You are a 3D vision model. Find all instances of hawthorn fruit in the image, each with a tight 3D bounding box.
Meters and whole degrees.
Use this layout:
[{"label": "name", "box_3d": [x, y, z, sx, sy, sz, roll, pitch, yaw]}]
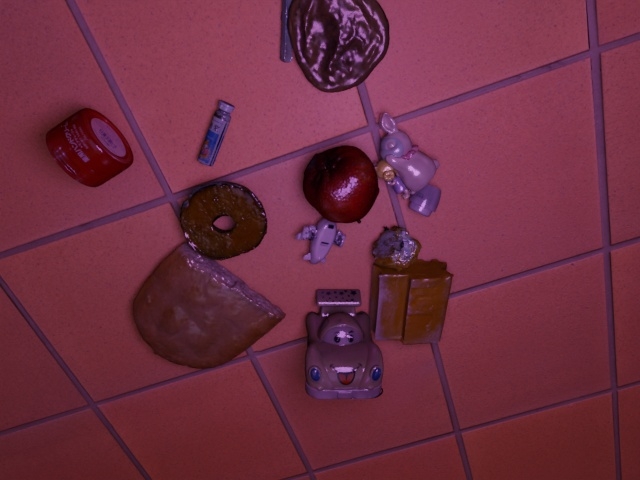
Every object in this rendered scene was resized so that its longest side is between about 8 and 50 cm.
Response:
[{"label": "hawthorn fruit", "box_3d": [0.065, -0.140, 1.189, 0.210, 0.230, 0.265, -44, 137, -22]}]

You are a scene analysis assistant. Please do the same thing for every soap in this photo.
[{"label": "soap", "box_3d": [0.304, 0.211, 1.384, 0.260, 0.143, 0.280, -1, 118, 0]}]

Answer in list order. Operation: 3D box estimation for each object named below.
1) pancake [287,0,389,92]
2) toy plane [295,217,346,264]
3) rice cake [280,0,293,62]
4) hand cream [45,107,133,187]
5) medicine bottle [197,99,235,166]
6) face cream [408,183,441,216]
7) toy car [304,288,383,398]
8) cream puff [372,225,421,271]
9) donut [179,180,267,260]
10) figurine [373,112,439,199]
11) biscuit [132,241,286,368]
[{"label": "pancake", "box_3d": [0.051, -0.561, 1.087, 0.295, 0.049, 0.294, -3, 113, -8]}, {"label": "toy plane", "box_3d": [0.001, 0.001, 1.309, 0.174, 0.080, 0.173, -10, 120, -17]}, {"label": "rice cake", "box_3d": [-0.092, -0.581, 1.087, 0.031, 0.042, 0.179, -9, 116, -28]}, {"label": "hand cream", "box_3d": [-0.633, -0.257, 1.112, 0.126, 0.193, 0.193, -31, 110, 7]}, {"label": "medicine bottle", "box_3d": [-0.307, -0.313, 1.179, 0.051, 0.051, 0.191, 23, 108, -12]}, {"label": "face cream", "box_3d": [0.330, -0.130, 1.264, 0.091, 0.091, 0.094, 22, 102, -11]}, {"label": "toy car", "box_3d": [0.070, 0.329, 1.309, 0.243, 0.336, 0.226, 1, 111, -3]}, {"label": "cream puff", "box_3d": [0.250, 0.038, 1.307, 0.156, 0.156, 0.121, 32, 143, -15]}, {"label": "donut", "box_3d": [-0.296, -0.068, 1.258, 0.273, 0.107, 0.271, 1, 111, 2]}, {"label": "figurine", "box_3d": [0.224, -0.253, 1.196, 0.235, 0.127, 0.155, 43, 114, -12]}, {"label": "biscuit", "box_3d": [-0.426, 0.256, 1.380, 0.446, 0.104, 0.429, -39, 109, 12]}]
